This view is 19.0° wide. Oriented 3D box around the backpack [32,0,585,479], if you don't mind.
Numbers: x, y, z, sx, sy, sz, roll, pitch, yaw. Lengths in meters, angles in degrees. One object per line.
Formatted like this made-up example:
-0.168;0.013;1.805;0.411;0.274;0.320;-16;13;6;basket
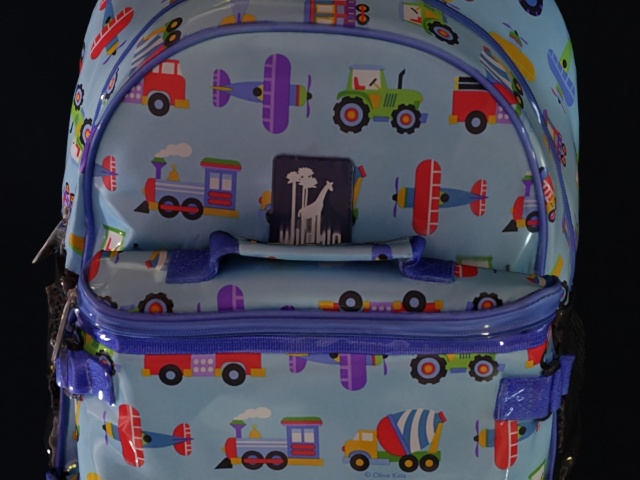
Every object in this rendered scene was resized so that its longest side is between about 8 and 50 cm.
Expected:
0.000;0.000;0.531;0.158;0.117;0.173;5;-65;0;backpack
